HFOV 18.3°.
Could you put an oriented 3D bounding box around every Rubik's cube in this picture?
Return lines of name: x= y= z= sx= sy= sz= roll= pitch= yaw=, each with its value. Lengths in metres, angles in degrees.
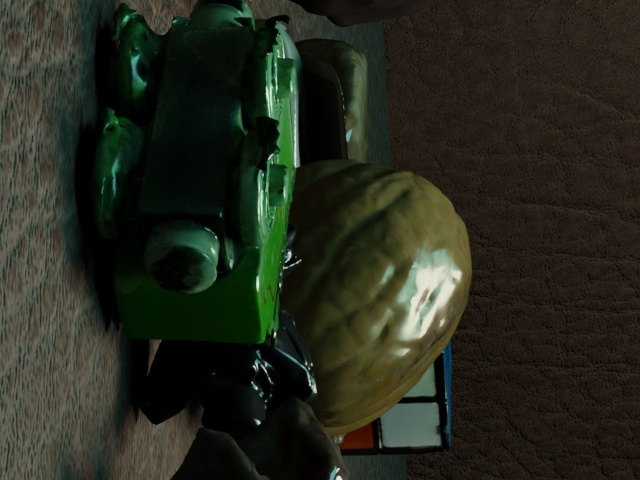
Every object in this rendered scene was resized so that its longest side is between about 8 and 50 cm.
Rubik's cube: x=0.069 y=0.145 z=2.437 sx=0.167 sy=0.180 sz=0.183 roll=-85 pitch=173 yaw=-52

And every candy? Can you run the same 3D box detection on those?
candy: x=0.004 y=-0.139 z=2.268 sx=0.234 sy=0.102 sz=0.104 roll=-81 pitch=167 yaw=-54

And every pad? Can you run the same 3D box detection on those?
pad: x=-0.023 y=-0.097 z=1.901 sx=0.266 sy=0.002 sz=0.176 roll=-149 pitch=-129 yaw=-65

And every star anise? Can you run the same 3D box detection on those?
star anise: x=-0.057 y=0.261 z=1.327 sx=0.332 sy=0.118 sz=0.331 roll=15 pitch=90 yaw=-75

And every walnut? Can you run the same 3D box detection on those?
walnut: x=0.011 y=0.052 z=1.686 sx=0.261 sy=0.225 sz=0.225 roll=-48 pitch=151 yaw=-27

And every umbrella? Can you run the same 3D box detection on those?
umbrella: x=-0.070 y=0.058 z=1.485 sx=0.272 sy=0.122 sz=0.110 roll=-95 pitch=-162 yaw=-51

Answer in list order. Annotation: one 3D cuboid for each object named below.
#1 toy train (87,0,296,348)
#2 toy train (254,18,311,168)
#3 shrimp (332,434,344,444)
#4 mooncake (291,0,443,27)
toy train: x=-0.080 y=-0.044 z=1.368 sx=0.188 sy=0.132 sz=0.243 roll=85 pitch=8 yaw=-48
toy train: x=-0.052 y=0.003 z=1.830 sx=0.088 sy=0.086 sz=0.407 roll=-56 pitch=144 yaw=-67
shrimp: x=-0.009 y=0.142 z=1.967 sx=0.145 sy=0.059 sz=0.254 roll=-8 pitch=-91 yaw=55
mooncake: x=0.017 y=-0.376 z=1.706 sx=0.350 sy=0.212 sz=0.381 roll=-45 pitch=117 yaw=-69
